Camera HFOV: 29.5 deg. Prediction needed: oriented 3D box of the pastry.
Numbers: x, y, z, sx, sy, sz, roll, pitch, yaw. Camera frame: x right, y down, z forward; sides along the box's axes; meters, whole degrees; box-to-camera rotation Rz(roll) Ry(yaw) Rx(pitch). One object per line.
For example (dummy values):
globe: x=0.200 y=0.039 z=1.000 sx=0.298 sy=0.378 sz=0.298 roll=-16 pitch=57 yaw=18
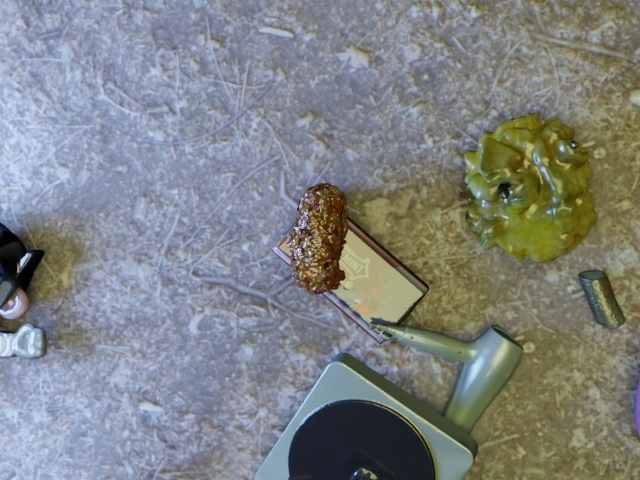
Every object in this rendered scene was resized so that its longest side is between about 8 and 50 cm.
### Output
pastry: x=-0.003 y=0.000 z=1.780 sx=0.087 sy=0.063 sz=0.169 roll=3 pitch=94 yaw=0

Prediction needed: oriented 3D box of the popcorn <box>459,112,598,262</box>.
popcorn: x=0.301 y=-0.074 z=1.771 sx=0.189 sy=0.169 sz=0.218 roll=-10 pitch=86 yaw=3

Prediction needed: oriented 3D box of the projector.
projector: x=0.068 y=0.336 z=1.842 sx=0.259 sy=0.079 sz=0.257 roll=34 pitch=109 yaw=4

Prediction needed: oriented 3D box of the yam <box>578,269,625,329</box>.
yam: x=0.426 y=0.088 z=1.836 sx=0.043 sy=0.043 sz=0.094 roll=-21 pitch=93 yaw=5

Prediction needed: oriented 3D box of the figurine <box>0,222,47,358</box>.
figurine: x=-0.549 y=0.083 z=1.852 sx=0.309 sy=0.143 sz=0.308 roll=-3 pitch=107 yaw=-8

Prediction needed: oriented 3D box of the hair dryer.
hair dryer: x=0.164 y=0.194 z=1.826 sx=0.237 sy=0.075 sz=0.206 roll=28 pitch=100 yaw=-13

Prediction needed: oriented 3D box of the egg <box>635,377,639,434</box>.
egg: x=0.570 y=0.201 z=1.758 sx=0.196 sy=0.196 sz=0.271 roll=20 pitch=98 yaw=3

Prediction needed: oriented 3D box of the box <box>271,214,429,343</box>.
box: x=0.046 y=0.043 z=1.846 sx=0.224 sy=0.069 sz=0.120 roll=39 pitch=94 yaw=0
